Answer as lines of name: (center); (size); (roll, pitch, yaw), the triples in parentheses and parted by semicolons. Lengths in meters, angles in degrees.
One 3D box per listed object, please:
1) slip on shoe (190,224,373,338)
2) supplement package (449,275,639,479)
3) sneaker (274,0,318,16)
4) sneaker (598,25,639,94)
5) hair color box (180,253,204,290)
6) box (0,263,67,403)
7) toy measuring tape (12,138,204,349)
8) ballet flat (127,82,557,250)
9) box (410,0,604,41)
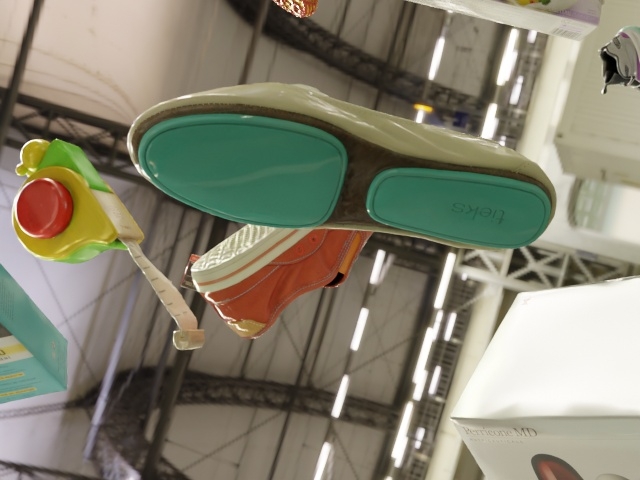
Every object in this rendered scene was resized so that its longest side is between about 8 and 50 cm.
slip on shoe: (0.000, 0.000, 0.959); (0.331, 0.123, 0.101); (-35, -72, -39)
supplement package: (0.241, 0.149, 0.612); (0.203, 0.194, 0.149); (57, -133, -19)
sneaker: (-0.042, -0.283, 0.776); (0.067, 0.175, 0.064); (-25, -10, -19)
sneaker: (0.321, -0.166, 0.882); (0.069, 0.098, 0.038); (-36, 5, -15)
hair color box: (-0.145, 0.059, 1.292); (0.167, 0.093, 0.053); (20, -92, -88)
box: (-0.328, 0.082, 0.805); (0.244, 0.101, 0.060); (78, 180, -59)
toy measuring tape: (-0.263, 0.018, 0.979); (0.121, 0.330, 0.121); (-34, -17, -12)
ballet flat: (0.016, -0.047, 0.493); (0.086, 0.249, 0.086); (-168, 90, -74)
box: (0.203, -0.331, 1.101); (0.067, 0.324, 0.063); (133, 148, -80)
